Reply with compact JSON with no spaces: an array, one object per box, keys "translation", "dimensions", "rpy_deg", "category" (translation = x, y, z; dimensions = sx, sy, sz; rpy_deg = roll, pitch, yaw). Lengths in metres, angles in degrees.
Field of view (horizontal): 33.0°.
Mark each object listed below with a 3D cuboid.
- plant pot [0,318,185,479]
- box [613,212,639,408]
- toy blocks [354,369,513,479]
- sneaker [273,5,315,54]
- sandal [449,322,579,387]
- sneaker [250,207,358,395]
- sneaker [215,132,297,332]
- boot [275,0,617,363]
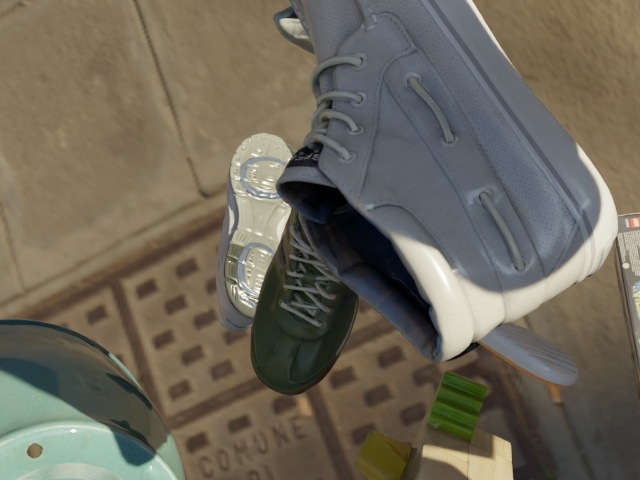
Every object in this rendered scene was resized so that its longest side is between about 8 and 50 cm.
[{"translation":[-0.216,0.204,0.814],"dimensions":[0.255,0.271,0.272],"rpy_deg":[2,83,65],"category":"plant pot"},{"translation":[0.358,0.085,1.200],"dimensions":[0.036,0.114,0.207],"rpy_deg":[-8,57,12],"category":"box"},{"translation":[0.088,0.352,1.058],"dimensions":[0.190,0.261,0.382],"rpy_deg":[22,105,3],"category":"toy blocks"},{"translation":[0.032,-0.323,1.253],"dimensions":[0.099,0.121,0.262],"rpy_deg":[-100,33,-53],"category":"sneaker"},{"translation":[0.135,0.093,1.069],"dimensions":[0.265,0.102,0.076],"rpy_deg":[38,109,47],"category":"sandal"},{"translation":[0.000,0.000,0.645],"dimensions":[0.064,0.086,0.192],"rpy_deg":[22,87,13],"category":"sneaker"},{"translation":[-0.096,-0.014,1.447],"dimensions":[0.111,0.129,0.297],"rpy_deg":[20,56,-15],"category":"sneaker"},{"translation":[0.025,-0.065,0.541],"dimensions":[0.123,0.095,0.258],"rpy_deg":[-31,72,-24],"category":"boot"}]
